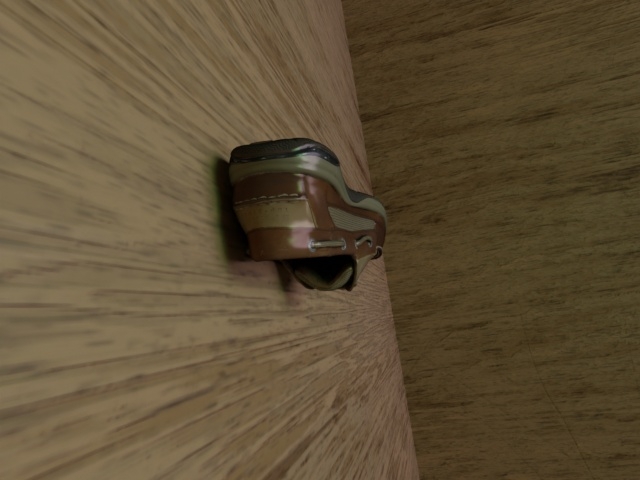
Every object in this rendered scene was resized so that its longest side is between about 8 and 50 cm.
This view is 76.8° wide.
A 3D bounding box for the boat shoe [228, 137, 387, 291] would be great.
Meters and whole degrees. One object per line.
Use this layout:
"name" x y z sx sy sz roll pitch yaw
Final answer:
"boat shoe" 0.000 0.000 0.464 0.324 0.122 0.120 25 60 -64
